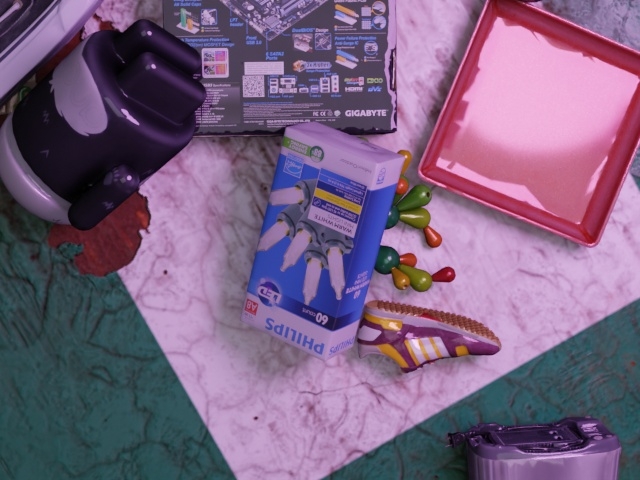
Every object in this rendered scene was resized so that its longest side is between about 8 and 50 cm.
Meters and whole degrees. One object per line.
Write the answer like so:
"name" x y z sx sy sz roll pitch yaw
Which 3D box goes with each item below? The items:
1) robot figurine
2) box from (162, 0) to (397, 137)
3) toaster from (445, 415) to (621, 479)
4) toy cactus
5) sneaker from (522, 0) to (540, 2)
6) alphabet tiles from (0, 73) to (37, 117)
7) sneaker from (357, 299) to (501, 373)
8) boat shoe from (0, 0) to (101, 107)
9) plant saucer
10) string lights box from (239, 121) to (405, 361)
"robot figurine" -0.259 -0.135 1.411 0.278 0.209 0.173 -37 96 27
"box" -0.051 -0.277 1.494 0.295 0.073 0.293 -2 94 -4
"toaster" 0.278 0.315 1.537 0.226 0.129 0.147 -3 97 -6
"toy cactus" 0.063 -0.014 1.516 0.180 0.112 0.219 -25 109 9
"sneaker" 0.194 -0.422 1.464 0.299 0.112 0.121 45 119 -5
"alphabet tiles" -0.476 -0.175 1.501 0.237 0.009 0.198 -4 95 -5
"sneaker" 0.140 0.135 1.548 0.185 0.069 0.084 14 102 1
"boat shoe" -0.373 -0.262 1.437 0.335 0.121 0.119 -44 100 1
"plant saucer" 0.285 -0.155 1.542 0.258 0.048 0.259 22 93 -6
"string lights box" 0.000 0.000 1.458 0.133 0.076 0.260 23 111 24
